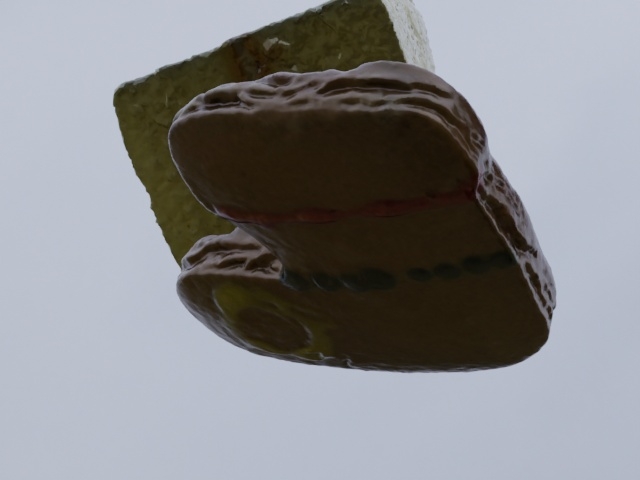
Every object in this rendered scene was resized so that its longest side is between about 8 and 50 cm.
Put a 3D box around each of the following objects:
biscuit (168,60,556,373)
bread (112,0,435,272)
[{"bbox_3d":[0.000,0.002,0.974,0.262,0.052,0.277,2,-35,25],"label":"biscuit"},{"bbox_3d":[-0.011,-0.072,1.394,0.263,0.198,0.236,-18,-82,17],"label":"bread"}]
